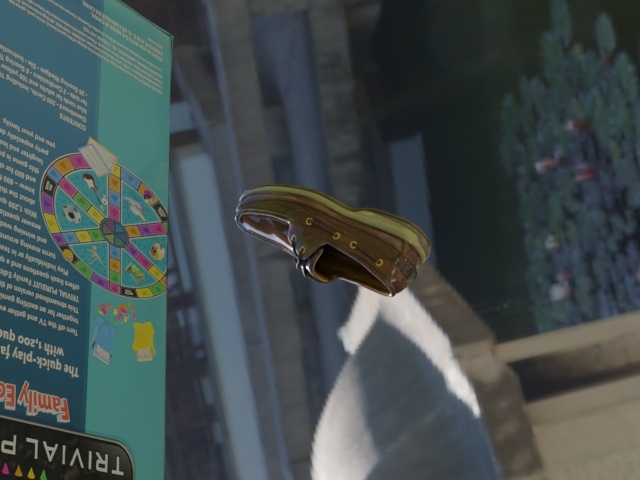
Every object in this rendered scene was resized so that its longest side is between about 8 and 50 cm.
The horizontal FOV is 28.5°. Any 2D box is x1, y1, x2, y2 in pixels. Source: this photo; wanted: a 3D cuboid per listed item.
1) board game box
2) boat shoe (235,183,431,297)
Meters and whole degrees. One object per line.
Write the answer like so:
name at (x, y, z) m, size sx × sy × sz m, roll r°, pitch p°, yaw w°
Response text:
board game box at (-0.188, -0.006, 0.688) m, size 0.253 × 0.079 × 0.336 m, roll 29°, pitch -125°, yaw -55°
boat shoe at (0.000, 0.000, 1.036) m, size 0.060 × 0.178 × 0.064 m, roll -60°, pitch -30°, yaw -26°
